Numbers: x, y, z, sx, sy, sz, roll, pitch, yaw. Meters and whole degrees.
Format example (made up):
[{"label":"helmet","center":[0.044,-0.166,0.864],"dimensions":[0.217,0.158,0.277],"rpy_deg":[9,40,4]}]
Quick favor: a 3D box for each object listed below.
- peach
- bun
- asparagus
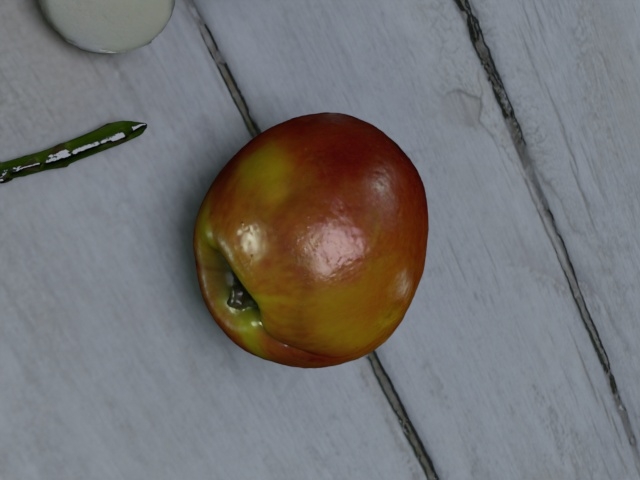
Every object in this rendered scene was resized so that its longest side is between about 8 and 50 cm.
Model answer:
[{"label":"peach","center":[0.000,0.000,1.089],"dimensions":[0.281,0.238,0.281],"rpy_deg":[10,68,-26]},{"label":"bun","center":[-0.216,-0.266,1.009],"dimensions":[0.138,0.138,0.094],"rpy_deg":[33,31,-32]},{"label":"asparagus","center":[-0.285,-0.085,1.011],"dimensions":[0.236,0.027,0.034],"rpy_deg":[-21,124,-32]}]
